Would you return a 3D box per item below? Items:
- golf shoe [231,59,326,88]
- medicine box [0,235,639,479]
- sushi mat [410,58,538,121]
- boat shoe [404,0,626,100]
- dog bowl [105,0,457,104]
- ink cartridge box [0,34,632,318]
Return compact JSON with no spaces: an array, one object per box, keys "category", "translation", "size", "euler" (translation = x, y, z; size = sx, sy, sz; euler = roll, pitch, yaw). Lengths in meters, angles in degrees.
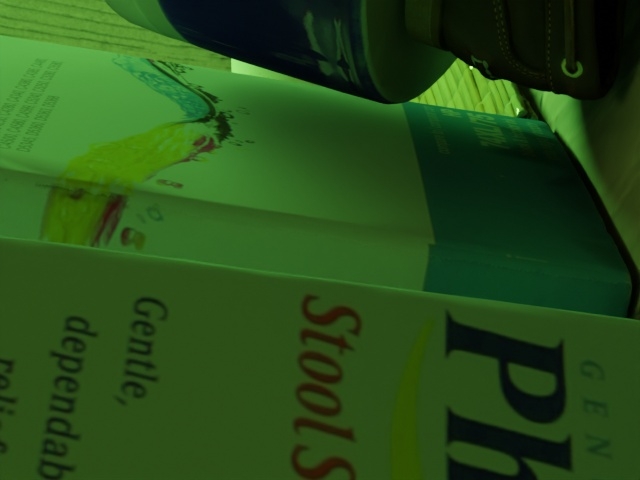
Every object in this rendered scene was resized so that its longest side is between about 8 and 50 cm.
[{"category":"golf shoe","translation":[-0.032,-0.075,1.465],"size":[0.120,0.105,0.273],"euler":[-45,-43,-42]},{"category":"medicine box","translation":[-0.068,0.138,0.389],"size":[0.263,0.289,0.149],"euler":[103,173,-47]},{"category":"sushi mat","translation":[0.050,-0.034,0.877],"size":[0.151,0.019,0.316],"euler":[-62,10,17]},{"category":"boat shoe","translation":[0.081,-0.141,0.550],"size":[0.073,0.073,0.207],"euler":[-37,-37,-45]},{"category":"dog bowl","translation":[0.020,-0.185,0.628],"size":[0.265,0.104,0.265],"euler":[20,-90,-75]},{"category":"ink cartridge box","translation":[-0.059,0.052,0.630],"size":[0.197,0.270,0.198],"euler":[-92,12,-72]}]
